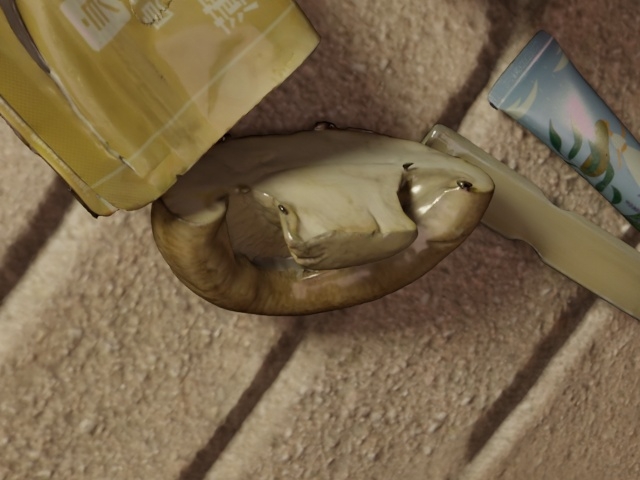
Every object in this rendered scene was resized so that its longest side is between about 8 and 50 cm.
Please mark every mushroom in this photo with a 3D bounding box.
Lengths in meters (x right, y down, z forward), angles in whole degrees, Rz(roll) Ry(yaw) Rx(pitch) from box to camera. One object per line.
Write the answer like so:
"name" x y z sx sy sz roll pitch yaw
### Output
"mushroom" 0.000 0.000 0.675 0.285 0.156 0.151 -4 128 -18

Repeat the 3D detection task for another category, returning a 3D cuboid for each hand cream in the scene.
"hand cream" 0.269 -0.086 0.775 0.256 0.055 0.088 40 89 -17

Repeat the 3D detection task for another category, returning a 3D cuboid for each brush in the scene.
"brush" 0.224 -0.011 0.787 0.321 0.050 0.060 30 100 -15

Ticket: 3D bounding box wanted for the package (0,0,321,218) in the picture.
"package" -0.178 -0.175 0.508 0.221 0.165 0.311 -27 119 22
